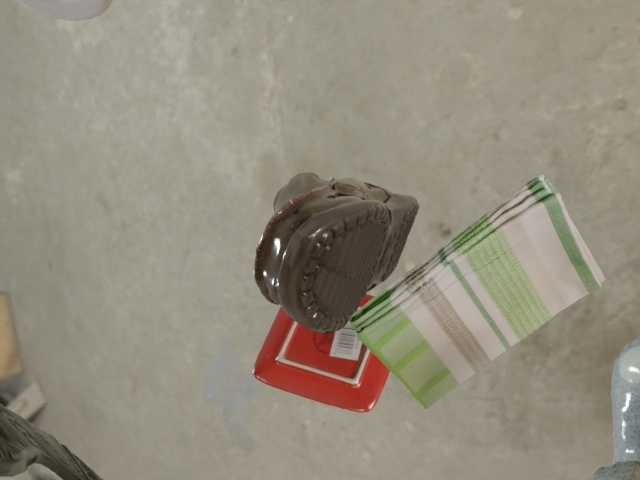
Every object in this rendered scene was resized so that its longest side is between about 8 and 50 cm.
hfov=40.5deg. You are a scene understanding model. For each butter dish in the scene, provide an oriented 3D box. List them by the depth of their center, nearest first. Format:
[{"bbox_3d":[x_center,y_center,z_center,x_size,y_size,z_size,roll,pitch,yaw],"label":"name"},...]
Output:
[{"bbox_3d":[0.017,0.150,1.098,0.160,0.160,0.118,14,146,15],"label":"butter dish"}]

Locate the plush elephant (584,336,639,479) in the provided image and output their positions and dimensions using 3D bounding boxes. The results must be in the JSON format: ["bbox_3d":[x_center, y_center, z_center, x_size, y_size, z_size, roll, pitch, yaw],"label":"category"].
[{"bbox_3d":[0.225,0.217,0.349,0.272,0.330,0.255,37,167,-5],"label":"plush elephant"}]

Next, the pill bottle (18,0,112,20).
[{"bbox_3d":[-0.121,-0.192,0.455,0.078,0.078,0.137,-13,52,51],"label":"pill bottle"}]

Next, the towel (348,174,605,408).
[{"bbox_3d":[0.106,0.040,0.556,0.113,0.152,0.023,49,-175,-38],"label":"towel"}]

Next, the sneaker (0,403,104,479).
[{"bbox_3d":[-0.217,0.207,0.411,0.169,0.257,0.447,28,160,43],"label":"sneaker"}]

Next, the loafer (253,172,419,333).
[{"bbox_3d":[0.000,0.000,0.891,0.130,0.366,0.133,22,99,13],"label":"loafer"}]
